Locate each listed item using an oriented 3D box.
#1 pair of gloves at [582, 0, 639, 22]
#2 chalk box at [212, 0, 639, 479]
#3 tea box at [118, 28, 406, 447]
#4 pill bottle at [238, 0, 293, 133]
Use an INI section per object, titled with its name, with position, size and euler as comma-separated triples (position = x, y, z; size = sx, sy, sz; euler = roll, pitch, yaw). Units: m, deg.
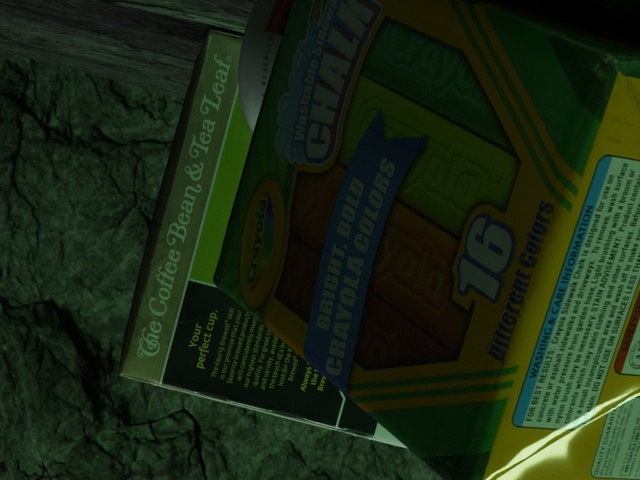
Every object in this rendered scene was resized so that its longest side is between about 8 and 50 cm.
[pair of gloves]
position = 0.115, -0.103, 0.596
size = 0.204, 0.042, 0.240
euler = 15, 180, 21
[chalk box]
position = 0.078, -0.024, 0.758
size = 0.179, 0.180, 0.289
euler = 6, -165, -33
[tea box]
position = 0.000, 0.000, 1.605
size = 0.323, 0.329, 0.220
euler = 15, -179, -6
[pill bottle]
position = 0.060, -0.087, 0.941
size = 0.193, 0.108, 0.108
euler = 15, -179, 26
